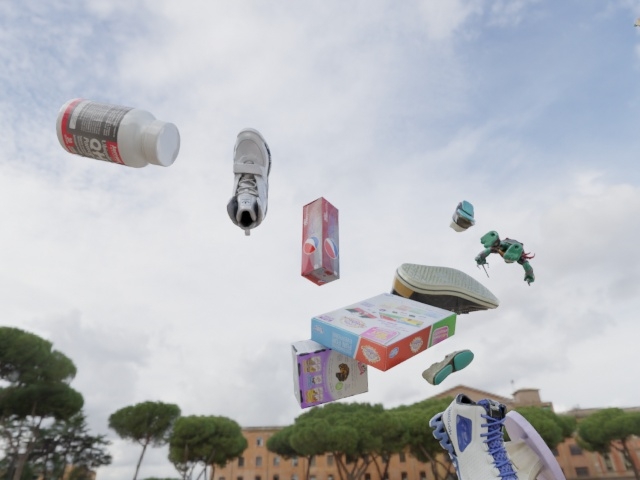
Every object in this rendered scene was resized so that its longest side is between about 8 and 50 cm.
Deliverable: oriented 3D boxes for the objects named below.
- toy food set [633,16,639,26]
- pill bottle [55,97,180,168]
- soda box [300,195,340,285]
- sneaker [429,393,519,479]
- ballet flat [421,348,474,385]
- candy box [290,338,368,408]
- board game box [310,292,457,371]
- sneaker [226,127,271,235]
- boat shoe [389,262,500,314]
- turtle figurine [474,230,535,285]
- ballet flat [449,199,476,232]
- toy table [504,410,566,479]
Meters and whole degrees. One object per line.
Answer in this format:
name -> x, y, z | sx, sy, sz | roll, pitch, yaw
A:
toy food set -> 0.873, -0.581, 1.216 | 0.083, 0.082, 0.020 | 4, -46, 45
pill bottle -> -0.586, -0.309, 1.367 | 0.319, 0.176, 0.176 | 13, -29, 12
soda box -> 0.000, 0.000, 1.418 | 0.084, 0.263, 0.092 | -25, -42, 31
sneaker -> 0.407, 0.501, 1.149 | 0.128, 0.315, 0.182 | 12, -67, -28
ballet flat -> 0.334, 0.324, 1.222 | 0.168, 0.057, 0.052 | -19, 20, -32
candy box -> 0.027, 0.342, 1.243 | 0.196, 0.070, 0.164 | -8, -72, -17
board game box -> 0.169, 0.225, 1.215 | 0.317, 0.064, 0.242 | -10, 17, -44
sneaker -> -0.246, -0.197, 1.618 | 0.138, 0.210, 0.365 | 2, -66, -1
boat shoe -> 0.449, 0.199, 1.684 | 0.501, 0.186, 0.155 | 10, -62, -32
turtle figurine -> 0.549, 0.047, 1.372 | 0.175, 0.118, 0.234 | 14, -12, 31
ballet flat -> 0.572, -0.085, 1.866 | 0.095, 0.280, 0.096 | 36, -65, 8
toy table -> 0.582, 0.665, 1.366 | 0.161, 0.274, 0.252 | -29, -10, -11
